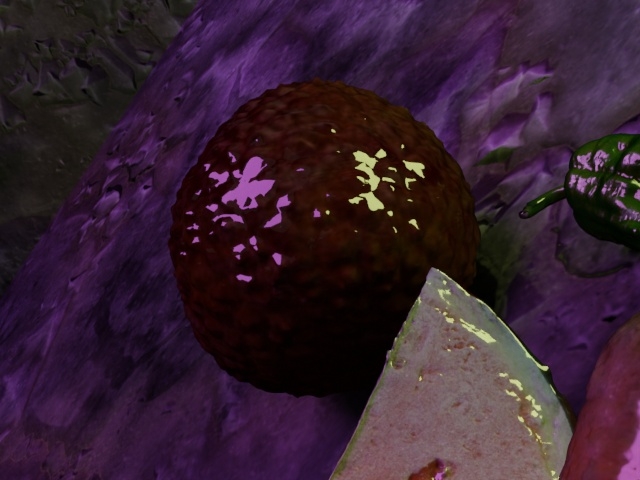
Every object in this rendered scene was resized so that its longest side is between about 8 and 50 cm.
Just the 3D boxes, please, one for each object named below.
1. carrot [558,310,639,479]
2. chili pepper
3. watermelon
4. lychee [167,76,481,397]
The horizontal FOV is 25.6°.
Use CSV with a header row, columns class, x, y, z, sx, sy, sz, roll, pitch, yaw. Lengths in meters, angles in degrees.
class,x,y,z,sx,sy,sz,roll,pitch,yaw
carrot,0.158,0.175,0.673,0.302,0.139,0.139,-64,23,-7
chili pepper,0.229,-0.019,0.883,0.100,0.074,0.257,-55,23,-4
watermelon,0.049,0.178,0.814,0.224,0.180,0.305,-4,50,44
lychee,0.000,0.000,1.106,0.260,0.260,0.260,-43,24,25
